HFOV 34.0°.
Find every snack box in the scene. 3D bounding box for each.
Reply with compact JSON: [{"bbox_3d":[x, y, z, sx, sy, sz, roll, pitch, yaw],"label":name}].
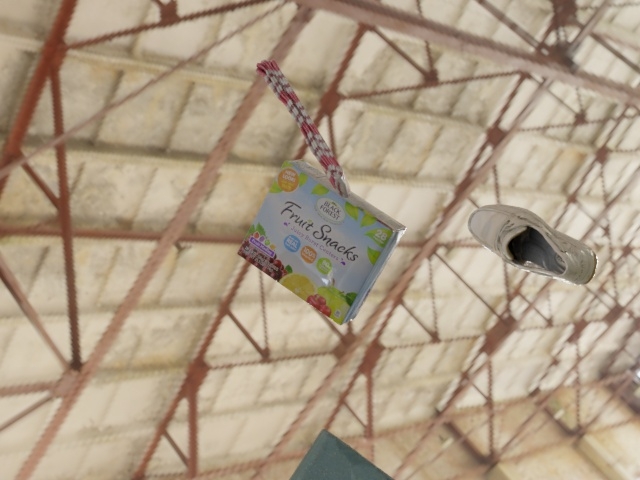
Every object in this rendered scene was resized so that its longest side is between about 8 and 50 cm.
[{"bbox_3d":[0.000,0.000,1.609,0.174,0.207,0.070,-61,-17,17],"label":"snack box"}]

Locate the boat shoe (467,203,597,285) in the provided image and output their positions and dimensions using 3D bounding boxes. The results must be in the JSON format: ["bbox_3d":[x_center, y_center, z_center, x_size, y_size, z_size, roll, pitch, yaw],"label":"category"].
[{"bbox_3d":[0.356,-0.001,1.858,0.096,0.277,0.098,4,-74,-43],"label":"boat shoe"}]

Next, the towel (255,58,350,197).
[{"bbox_3d":[-0.020,-0.148,1.434,0.029,0.197,0.144,-32,-11,2],"label":"towel"}]

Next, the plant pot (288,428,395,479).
[{"bbox_3d":[0.038,0.449,1.363,0.252,0.247,0.248,-49,-29,-18],"label":"plant pot"}]
